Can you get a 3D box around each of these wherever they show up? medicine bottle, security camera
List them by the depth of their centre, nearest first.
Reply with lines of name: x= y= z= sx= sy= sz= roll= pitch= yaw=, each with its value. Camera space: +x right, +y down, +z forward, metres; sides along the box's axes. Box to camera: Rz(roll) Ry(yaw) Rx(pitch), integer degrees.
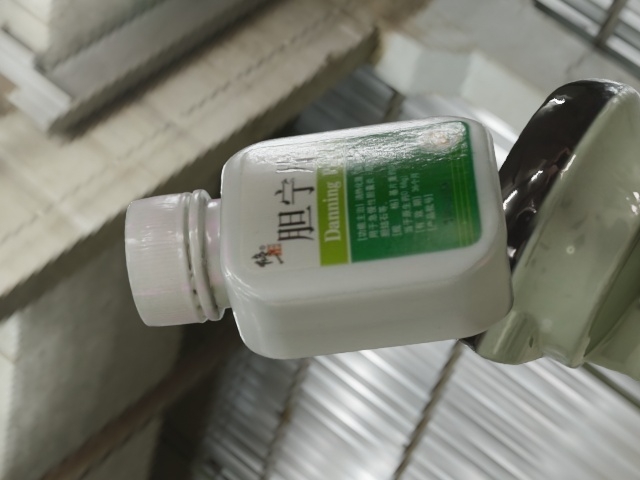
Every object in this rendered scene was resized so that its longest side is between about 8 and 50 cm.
medicine bottle: x=0.000 y=0.000 z=0.763 sx=0.069 sy=0.183 sz=0.119 roll=75 pitch=-170 yaw=-45
security camera: x=0.244 y=0.031 z=1.000 sx=0.191 sy=0.277 sz=0.197 roll=-63 pitch=-15 yaw=11
